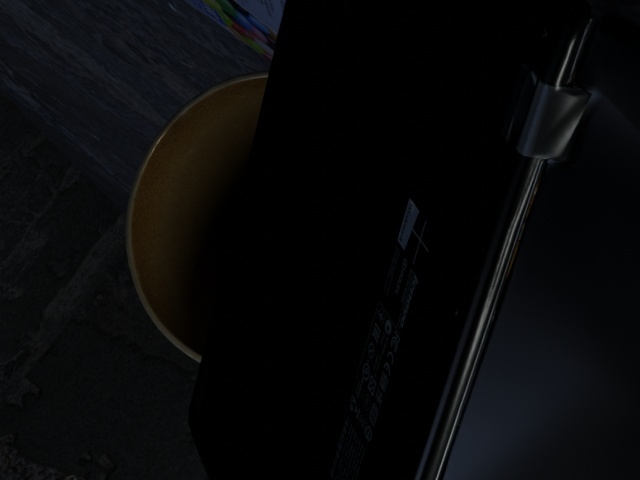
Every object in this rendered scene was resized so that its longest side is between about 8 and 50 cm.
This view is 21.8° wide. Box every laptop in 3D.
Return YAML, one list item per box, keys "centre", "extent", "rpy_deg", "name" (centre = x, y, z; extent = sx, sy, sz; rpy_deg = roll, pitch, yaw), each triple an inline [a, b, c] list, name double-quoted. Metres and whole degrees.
- centre: [0.130, 0.057, 0.751]
  extent: [0.236, 0.382, 0.408]
  rpy_deg: [2, -149, -23]
  name: "laptop"

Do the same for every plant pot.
- centre: [0.000, 0.000, 1.384]
  extent: [0.237, 0.237, 0.254]
  rpy_deg: [36, -174, 21]
  name: "plant pot"

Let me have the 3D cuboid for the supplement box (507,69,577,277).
- centre: [0.139, -0.029, 0.999]
  extent: [0.078, 0.080, 0.233]
  rpy_deg: [35, 173, 15]
  name: "supplement box"

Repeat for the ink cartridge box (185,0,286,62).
- centre: [-0.022, -0.160, 1.053]
  extent: [0.311, 0.065, 0.186]
  rpy_deg: [34, 172, 17]
  name: "ink cartridge box"

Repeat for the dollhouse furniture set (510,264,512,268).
- centre: [0.229, 0.066, 0.853]
  extent: [0.242, 0.161, 0.212]
  rpy_deg: [-20, 135, 28]
  name: "dollhouse furniture set"

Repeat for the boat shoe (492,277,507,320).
- centre: [0.159, 0.030, 1.196]
  extent: [0.257, 0.095, 0.095]
  rpy_deg: [38, 178, 5]
  name: "boat shoe"
